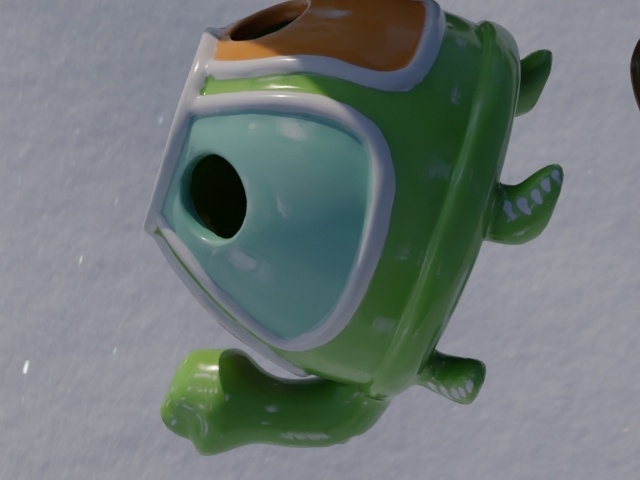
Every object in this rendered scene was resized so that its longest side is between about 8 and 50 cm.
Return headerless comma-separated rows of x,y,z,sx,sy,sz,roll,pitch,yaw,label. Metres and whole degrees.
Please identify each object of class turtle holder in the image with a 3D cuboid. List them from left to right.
0.005,-0.018,1.009,0.227,0.320,0.243,17,53,-6,turtle holder

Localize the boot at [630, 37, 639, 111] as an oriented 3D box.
0.294,-0.147,1.125,0.152,0.073,0.197,13,73,-49,boot
